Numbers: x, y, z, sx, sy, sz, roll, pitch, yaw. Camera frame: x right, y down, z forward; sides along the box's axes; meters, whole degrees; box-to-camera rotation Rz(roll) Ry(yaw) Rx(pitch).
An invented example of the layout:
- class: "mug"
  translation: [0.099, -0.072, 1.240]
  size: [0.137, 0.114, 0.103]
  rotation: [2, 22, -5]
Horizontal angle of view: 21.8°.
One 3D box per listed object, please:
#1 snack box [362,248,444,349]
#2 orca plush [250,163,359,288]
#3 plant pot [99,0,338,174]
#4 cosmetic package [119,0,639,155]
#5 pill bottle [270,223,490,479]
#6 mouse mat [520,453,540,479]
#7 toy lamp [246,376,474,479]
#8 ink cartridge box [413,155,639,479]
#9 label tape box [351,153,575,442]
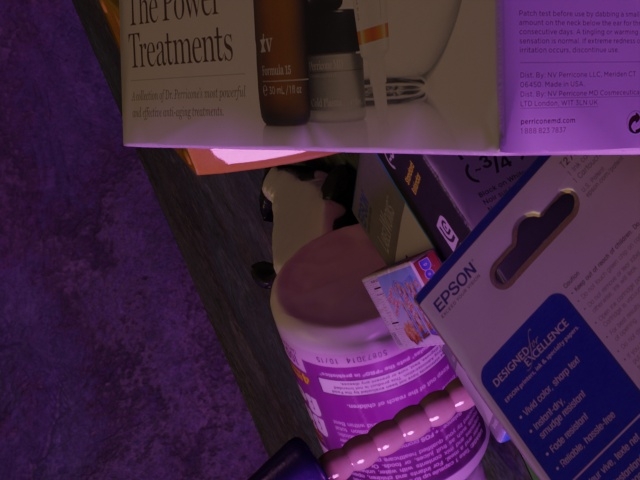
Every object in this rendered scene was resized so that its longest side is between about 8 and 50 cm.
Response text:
- class: "snack box"
  translation: [0.068, 0.046, 1.208]
  size: [0.064, 0.022, 0.178]
  rotation: [63, 169, 0]
- class: "orca plush"
  translation: [0.000, 0.000, 1.752]
  size: [0.102, 0.151, 0.287]
  rotation: [33, 176, -22]
- class: "plant pot"
  translation: [-0.070, -0.176, 1.432]
  size: [0.212, 0.187, 0.212]
  rotation: [47, 161, 54]
- class: "cosmetic package"
  translation: [0.011, -0.186, 0.829]
  size: [0.377, 0.097, 0.284]
  rotation: [6, 96, 59]
- class: "pill bottle"
  translation: [0.069, 0.145, 1.596]
  size: [0.169, 0.169, 0.301]
  rotation: [47, 160, 53]
- class: "mouse mat"
  translation: [0.211, 0.197, 1.500]
  size: [0.153, 0.007, 0.189]
  rotation: [65, 167, -11]
- class: "toy lamp"
  translation: [0.061, 0.164, 1.404]
  size: [0.080, 0.274, 0.080]
  rotation: [59, 168, 21]
- class: "ink cartridge box"
  translation: [0.210, 0.107, 0.891]
  size: [0.069, 0.176, 0.371]
  rotation: [9, -142, -50]
- class: "label tape box"
  translation: [0.098, -0.044, 1.203]
  size: [0.334, 0.106, 0.240]
  rotation: [59, 167, 18]
